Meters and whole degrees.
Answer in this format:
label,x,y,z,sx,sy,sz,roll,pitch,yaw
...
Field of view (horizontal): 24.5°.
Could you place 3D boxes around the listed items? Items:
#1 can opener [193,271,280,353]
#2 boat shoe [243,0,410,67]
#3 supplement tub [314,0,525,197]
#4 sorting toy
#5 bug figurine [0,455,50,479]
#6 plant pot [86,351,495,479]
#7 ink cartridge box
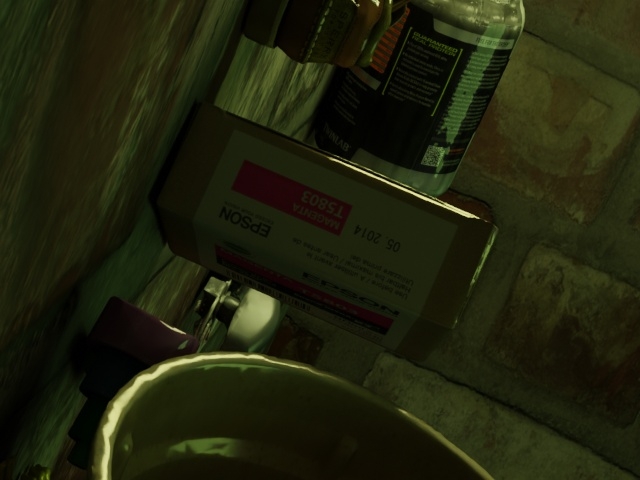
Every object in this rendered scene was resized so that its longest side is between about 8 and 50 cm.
label,x,y,z,sx,sy,sz,roll,pitch,yaw
can opener,-0.073,0.047,1.593,0.283,0.095,0.076,-60,175,-59
boat shoe,0.032,-0.216,1.206,0.307,0.104,0.110,-62,175,-53
supplement tub,0.140,-0.243,1.974,0.207,0.207,0.338,-59,174,-66
sorting toy,-0.135,0.159,1.059,0.126,0.127,0.365,-62,171,-19
bug figurine,-0.222,0.272,0.987,0.216,0.072,0.279,-50,164,-80
plant pot,-0.048,0.292,0.900,0.305,0.334,0.334,-58,-179,25
ink cartridge box,0.000,0.000,1.122,0.193,0.235,0.088,97,17,-79
